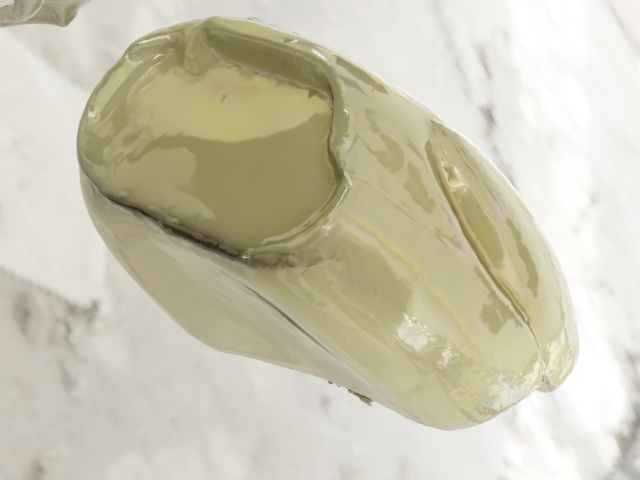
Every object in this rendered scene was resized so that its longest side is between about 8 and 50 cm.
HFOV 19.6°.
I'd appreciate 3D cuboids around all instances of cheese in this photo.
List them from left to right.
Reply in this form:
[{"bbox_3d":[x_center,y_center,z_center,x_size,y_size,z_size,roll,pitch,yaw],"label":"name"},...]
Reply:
[{"bbox_3d":[0.000,0.000,0.949,0.127,0.266,0.233,-54,134,-15],"label":"cheese"}]

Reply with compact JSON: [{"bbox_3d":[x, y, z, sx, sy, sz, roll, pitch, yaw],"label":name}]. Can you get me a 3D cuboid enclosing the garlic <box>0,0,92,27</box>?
[{"bbox_3d":[-0.162,-0.183,0.749,0.231,0.246,0.340,-79,154,-45],"label":"garlic"}]
